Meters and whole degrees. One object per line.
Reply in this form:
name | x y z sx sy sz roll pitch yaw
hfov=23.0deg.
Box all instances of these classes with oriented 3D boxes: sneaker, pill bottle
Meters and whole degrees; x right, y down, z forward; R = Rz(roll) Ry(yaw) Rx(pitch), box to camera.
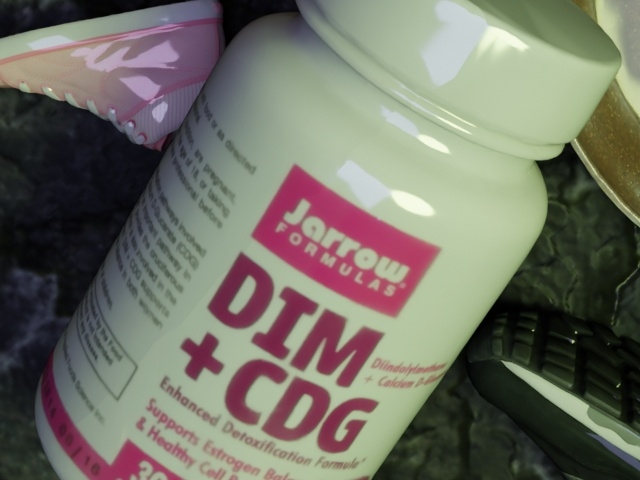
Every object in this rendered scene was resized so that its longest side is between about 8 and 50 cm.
sneaker | -0.108 -0.074 0.771 0.134 0.051 0.070 -9 97 5
pill bottle | 0.000 0.000 0.704 0.160 0.160 0.283 31 112 -1
sneaker | 0.177 0.149 0.767 0.283 0.107 0.124 32 111 -2

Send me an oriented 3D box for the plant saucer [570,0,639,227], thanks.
plant saucer | 0.251 -0.124 0.717 0.310 0.050 0.311 2 104 7
